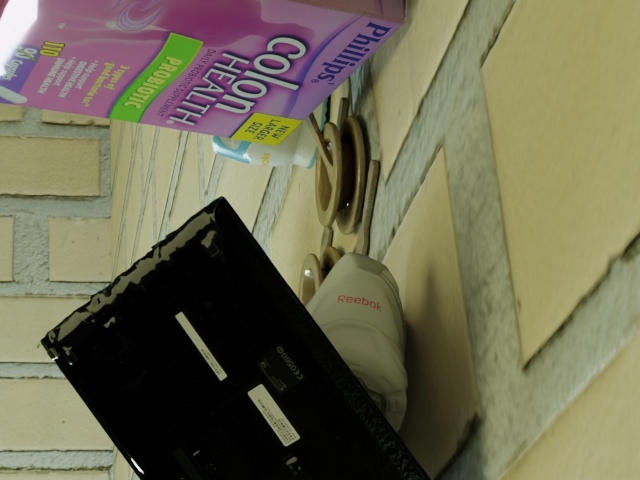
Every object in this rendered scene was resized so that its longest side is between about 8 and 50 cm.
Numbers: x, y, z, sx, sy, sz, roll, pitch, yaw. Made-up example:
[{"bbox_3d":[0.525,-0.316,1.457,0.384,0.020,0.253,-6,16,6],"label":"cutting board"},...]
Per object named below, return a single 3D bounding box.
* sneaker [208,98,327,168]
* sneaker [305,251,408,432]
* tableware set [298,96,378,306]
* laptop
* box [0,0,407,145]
[{"bbox_3d":[-0.041,-0.174,1.176,0.087,0.092,0.228,178,95,-80],"label":"sneaker"},{"bbox_3d":[0.017,0.092,0.931,0.232,0.090,0.115,110,175,-55],"label":"sneaker"},{"bbox_3d":[0.000,0.000,1.085,0.128,0.039,0.194,-111,25,-61],"label":"tableware set"},{"bbox_3d":[-0.041,0.111,0.883,0.264,0.136,0.234,-36,90,36],"label":"laptop"},{"bbox_3d":[-0.098,-0.169,0.985,0.213,0.243,0.117,143,129,-59],"label":"box"}]
